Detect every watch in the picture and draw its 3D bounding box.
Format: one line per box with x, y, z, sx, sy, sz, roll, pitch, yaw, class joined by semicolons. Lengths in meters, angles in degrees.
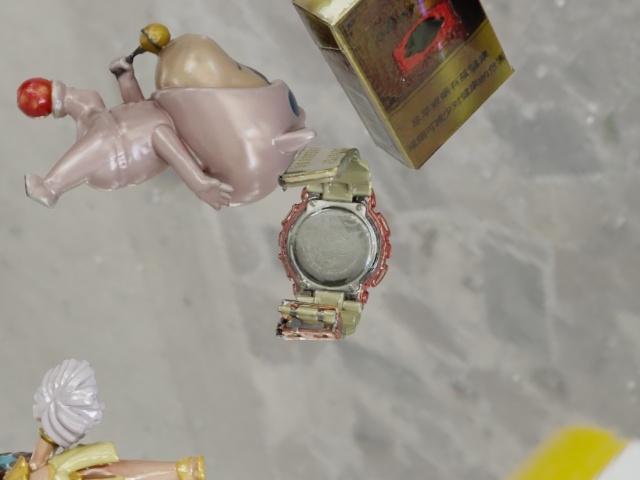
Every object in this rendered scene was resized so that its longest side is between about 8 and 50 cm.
0.001;0.005;1.482;0.102;0.164;0.268;4;-173;7;watch

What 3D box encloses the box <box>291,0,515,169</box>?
0.086;-0.198;1.730;0.071;0.159;0.240;40;169;39;box

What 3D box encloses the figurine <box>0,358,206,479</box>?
-0.202;0.189;1.281;0.240;0.174;0.115;-13;136;4;figurine

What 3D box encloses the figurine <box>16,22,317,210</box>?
-0.152;-0.118;1.749;0.176;0.288;0.186;-125;30;-79;figurine
